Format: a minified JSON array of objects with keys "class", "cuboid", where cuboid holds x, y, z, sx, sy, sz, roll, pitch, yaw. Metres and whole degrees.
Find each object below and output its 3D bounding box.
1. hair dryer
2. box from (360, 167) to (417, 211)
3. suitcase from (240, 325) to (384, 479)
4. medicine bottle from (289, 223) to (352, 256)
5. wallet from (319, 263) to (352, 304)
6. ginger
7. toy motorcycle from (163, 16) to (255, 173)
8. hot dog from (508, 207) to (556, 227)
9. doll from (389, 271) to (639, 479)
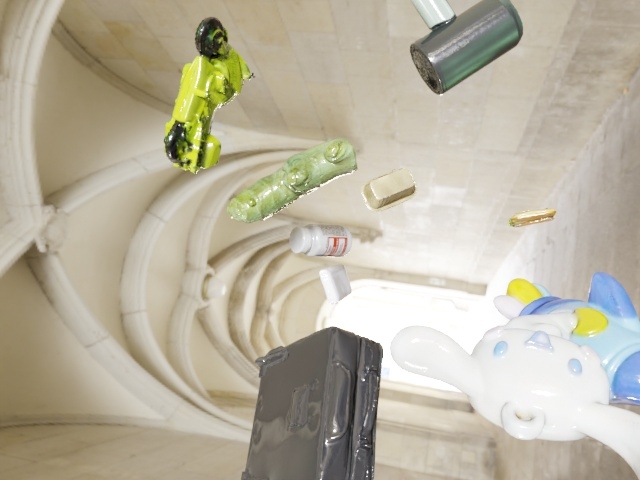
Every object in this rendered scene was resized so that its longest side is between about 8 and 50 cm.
[{"class":"hair dryer","cuboid":[0.104,-0.250,0.575,0.198,0.100,0.057,56,-179,0]},{"class":"box","cuboid":[0.217,-0.164,1.843,0.111,0.177,0.111,158,90,-83]},{"class":"suitcase","cuboid":[-0.013,0.370,1.217,0.339,0.188,0.345,-35,37,47]},{"class":"medicine bottle","cuboid":[0.000,0.000,1.398,0.140,0.079,0.079,2,-83,-38]},{"class":"wallet","cuboid":[0.043,0.111,1.525,0.190,0.033,0.095,-4,-103,-75]},{"class":"ginger","cuboid":[-0.054,-0.115,1.131,0.089,0.289,0.137,58,-149,-16]},{"class":"toy motorcycle","cuboid":[-0.267,-0.329,1.369,0.206,0.142,0.343,7,-77,-63]},{"class":"hot dog","cuboid":[0.377,-0.042,1.047,0.037,0.083,0.021,60,-157,-60]},{"class":"doll","cuboid":[0.344,0.161,0.838,0.365,0.376,0.187,-26,-34,-46]}]
